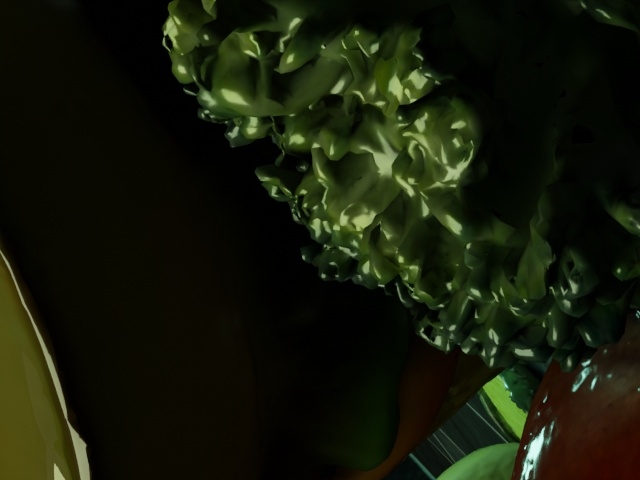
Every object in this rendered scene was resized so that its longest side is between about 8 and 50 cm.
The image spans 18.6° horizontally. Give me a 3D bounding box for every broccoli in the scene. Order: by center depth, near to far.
[{"bbox_3d":[0.041,-0.062,0.428,0.154,0.167,0.160,17,138,9],"label":"broccoli"}]

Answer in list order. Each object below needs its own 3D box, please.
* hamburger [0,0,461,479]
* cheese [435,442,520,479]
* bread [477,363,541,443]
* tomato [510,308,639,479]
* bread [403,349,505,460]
[{"bbox_3d":[-0.134,-0.017,0.867,0.395,0.277,0.396,23,127,34],"label":"hamburger"},{"bbox_3d":[0.161,0.228,1.241,0.226,0.117,0.214,21,154,24],"label":"cheese"},{"bbox_3d":[0.168,0.147,1.362,0.228,0.033,0.228,50,174,7],"label":"bread"},{"bbox_3d":[0.168,0.190,0.864,0.309,0.170,0.309,47,175,5],"label":"tomato"},{"bbox_3d":[0.000,0.000,1.106,0.253,0.142,0.227,51,168,2],"label":"bread"}]
